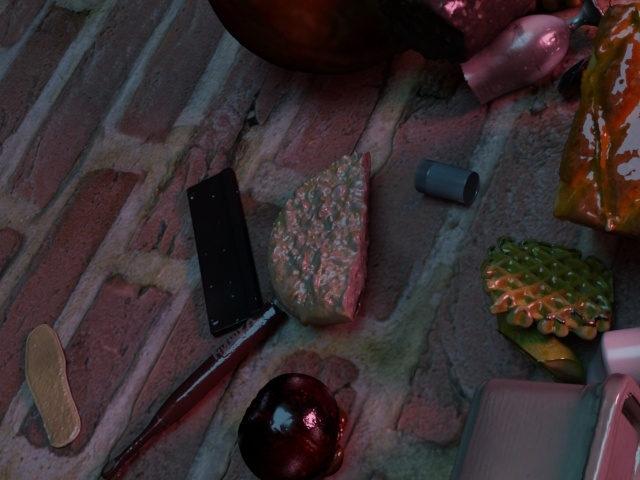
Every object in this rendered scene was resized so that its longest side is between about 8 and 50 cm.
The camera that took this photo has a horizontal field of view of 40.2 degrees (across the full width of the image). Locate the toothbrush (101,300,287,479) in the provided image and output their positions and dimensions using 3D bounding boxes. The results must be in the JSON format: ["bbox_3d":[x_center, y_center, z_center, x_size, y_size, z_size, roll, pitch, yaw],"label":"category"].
[{"bbox_3d":[-0.192,0.226,1.306,0.364,0.041,0.041,-44,51,-4],"label":"toothbrush"}]

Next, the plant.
[{"bbox_3d":[0.220,-0.408,1.282,0.276,0.188,0.199,-50,43,-11],"label":"plant"}]

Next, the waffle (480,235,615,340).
[{"bbox_3d":[0.284,0.056,1.097,0.169,0.036,0.183,13,34,9],"label":"waffle"}]

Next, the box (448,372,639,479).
[{"bbox_3d":[0.239,0.299,0.959,0.182,0.175,0.312,4,63,39],"label":"box"}]

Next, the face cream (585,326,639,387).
[{"bbox_3d":[0.472,0.113,0.958,0.369,0.145,0.145,-13,56,20],"label":"face cream"}]

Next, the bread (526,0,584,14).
[{"bbox_3d":[0.380,-0.416,1.373,0.177,0.084,0.119,-1,62,27],"label":"bread"}]

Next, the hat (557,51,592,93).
[{"bbox_3d":[0.399,-0.248,1.274,0.121,0.121,0.050,-42,89,-1],"label":"hat"}]

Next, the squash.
[{"bbox_3d":[0.264,0.104,1.124,0.075,0.090,0.200,-54,30,29],"label":"squash"}]

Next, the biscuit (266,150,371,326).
[{"bbox_3d":[0.000,0.000,1.320,0.179,0.084,0.281,-6,56,30],"label":"biscuit"}]

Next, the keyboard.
[{"bbox_3d":[-0.158,0.010,1.435,0.101,0.018,0.310,-26,52,13],"label":"keyboard"}]

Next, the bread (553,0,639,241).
[{"bbox_3d":[0.451,-0.116,1.023,0.279,0.207,0.279,19,94,31],"label":"bread"}]

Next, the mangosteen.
[{"bbox_3d":[-0.031,0.253,1.150,0.152,0.152,0.152,-13,56,20],"label":"mangosteen"}]

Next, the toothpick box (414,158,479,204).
[{"bbox_3d":[0.186,-0.087,1.292,0.083,0.052,0.052,19,71,34],"label":"toothpick box"}]

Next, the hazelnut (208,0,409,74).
[{"bbox_3d":[0.012,-0.470,1.445,0.420,0.353,0.421,1,64,-2],"label":"hazelnut"}]

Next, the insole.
[{"bbox_3d":[-0.449,0.238,1.452,0.081,0.011,0.248,-36,51,3],"label":"insole"}]

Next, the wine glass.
[{"bbox_3d":[0.319,-0.293,1.315,0.222,0.103,0.103,-29,52,15],"label":"wine glass"}]
